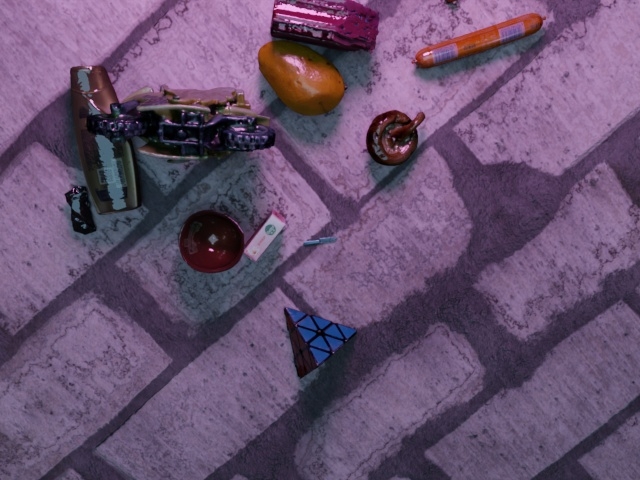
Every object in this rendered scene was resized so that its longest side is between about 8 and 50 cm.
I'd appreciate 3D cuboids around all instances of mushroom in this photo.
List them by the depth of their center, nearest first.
[{"bbox_3d":[0.191,-0.265,1.459,0.170,0.080,0.135,-35,115,3],"label":"mushroom"}]

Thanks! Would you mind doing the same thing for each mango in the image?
[{"bbox_3d":[-0.051,-0.389,1.398,0.227,0.109,0.147,29,101,-9],"label":"mango"}]

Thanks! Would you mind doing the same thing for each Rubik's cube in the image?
[{"bbox_3d":[0.014,0.289,1.587,0.178,0.211,0.190,-12,137,-22],"label":"Rubik's cube"}]

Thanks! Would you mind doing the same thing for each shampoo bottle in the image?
[{"bbox_3d":[-0.523,-0.242,1.410,0.125,0.084,0.350,-11,102,-4],"label":"shampoo bottle"}]

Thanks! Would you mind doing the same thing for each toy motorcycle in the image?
[{"bbox_3d":[-0.310,-0.267,1.347,0.410,0.237,0.169,4,117,-7],"label":"toy motorcycle"}]

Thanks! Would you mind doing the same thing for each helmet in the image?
[{"bbox_3d":[-0.253,0.003,1.464,0.175,0.106,0.155,1,91,16],"label":"helmet"}]

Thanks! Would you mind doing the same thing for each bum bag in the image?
[{"bbox_3d":[-0.602,-0.074,1.466,0.057,0.034,0.124,-8,103,-11],"label":"bum bag"}]

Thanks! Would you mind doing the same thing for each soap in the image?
[{"bbox_3d":[0.010,-0.500,1.356,0.250,0.162,0.099,9,95,-8],"label":"soap"}]

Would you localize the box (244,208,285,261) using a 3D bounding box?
[{"bbox_3d":[-0.142,-0.014,1.484,0.043,0.089,0.125,38,96,-10],"label":"box"}]

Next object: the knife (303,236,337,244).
[{"bbox_3d":[0.000,0.000,1.539,0.091,0.005,0.014,-7,104,-3],"label":"knife"}]

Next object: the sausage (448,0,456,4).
[{"bbox_3d":[0.267,-0.681,1.396,0.034,0.034,0.253,-32,102,3],"label":"sausage"}]

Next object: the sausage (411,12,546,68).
[{"bbox_3d":[0.390,-0.489,1.436,0.347,0.053,0.053,-18,103,0],"label":"sausage"}]
